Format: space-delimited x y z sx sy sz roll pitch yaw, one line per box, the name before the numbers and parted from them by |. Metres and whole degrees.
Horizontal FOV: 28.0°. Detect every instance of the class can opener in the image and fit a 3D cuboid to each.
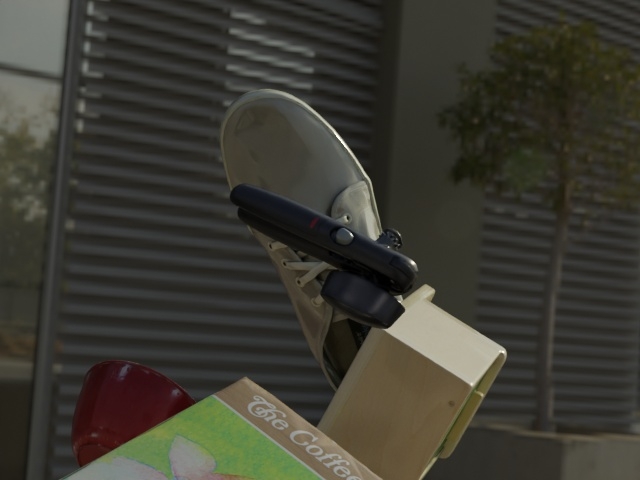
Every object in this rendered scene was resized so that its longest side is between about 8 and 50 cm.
can opener | 0.000 0.000 1.058 0.186 0.073 0.059 32 -30 23

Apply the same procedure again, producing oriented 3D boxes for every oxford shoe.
oxford shoe | 0.008 0.017 1.628 0.169 0.449 0.130 -22 15 7

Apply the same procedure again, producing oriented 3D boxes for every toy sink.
toy sink | 0.111 0.163 1.426 0.131 0.153 0.234 31 16 11

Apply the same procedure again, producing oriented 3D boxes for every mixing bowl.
mixing bowl | -0.233 0.245 1.557 0.181 0.181 0.098 2 39 29

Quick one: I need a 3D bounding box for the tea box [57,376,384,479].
tea box | -0.054 0.303 0.754 0.329 0.220 0.323 33 37 26
